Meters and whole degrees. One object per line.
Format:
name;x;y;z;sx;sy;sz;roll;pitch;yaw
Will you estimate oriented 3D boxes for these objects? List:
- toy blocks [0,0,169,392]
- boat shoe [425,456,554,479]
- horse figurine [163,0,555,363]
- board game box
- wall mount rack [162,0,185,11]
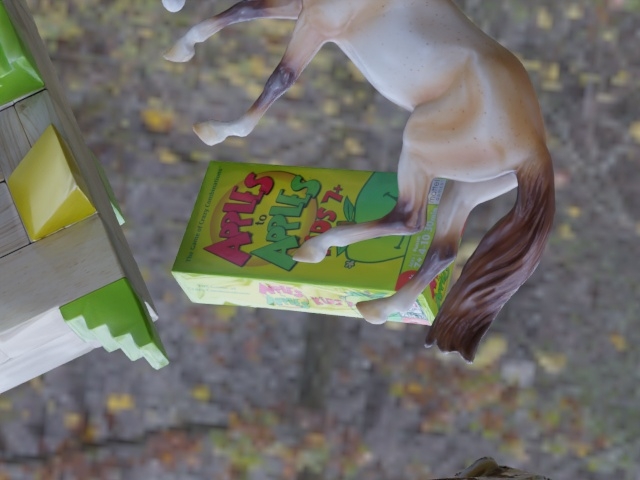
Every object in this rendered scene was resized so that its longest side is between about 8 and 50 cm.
toy blocks;-0.288;-0.029;1.325;0.261;0.381;0.191;-25;159;0
boat shoe;0.070;0.145;0.729;0.110;0.121;0.341;40;179;31
horse figurine;0.033;-0.071;0.961;0.263;0.174;0.066;54;-159;12
board game box;0.000;0.000;1.325;0.181;0.092;0.043;5;151;23
wall mount rack;-0.123;-0.361;1.453;0.130;0.304;0.350;-32;169;-29
